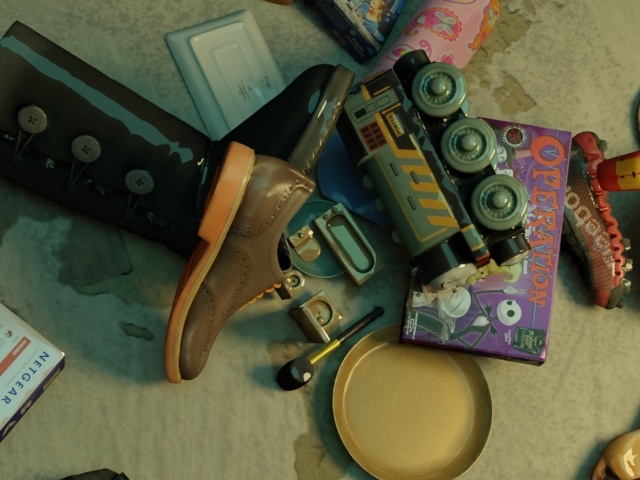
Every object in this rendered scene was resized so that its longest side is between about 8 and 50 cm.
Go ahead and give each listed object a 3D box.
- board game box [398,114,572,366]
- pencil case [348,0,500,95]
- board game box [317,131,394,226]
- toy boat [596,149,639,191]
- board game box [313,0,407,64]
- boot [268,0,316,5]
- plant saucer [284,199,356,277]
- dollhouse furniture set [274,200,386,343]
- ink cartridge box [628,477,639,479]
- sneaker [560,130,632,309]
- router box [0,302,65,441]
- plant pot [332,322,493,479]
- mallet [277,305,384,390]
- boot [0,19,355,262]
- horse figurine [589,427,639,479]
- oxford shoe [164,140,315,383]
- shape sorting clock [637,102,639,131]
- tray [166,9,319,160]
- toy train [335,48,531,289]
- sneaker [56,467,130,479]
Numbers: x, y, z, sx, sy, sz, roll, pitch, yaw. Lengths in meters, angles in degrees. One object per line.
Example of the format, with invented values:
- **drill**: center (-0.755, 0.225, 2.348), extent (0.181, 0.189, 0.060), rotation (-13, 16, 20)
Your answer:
- **board game box**: center (0.239, -0.007, 1.675), extent (0.208, 0.056, 0.347), rotation (10, 75, -3)
- **pencil case**: center (0.161, -0.285, 1.786), extent (0.124, 0.124, 0.284), rotation (37, 69, 1)
- **board game box**: center (0.077, -0.093, 1.749), extent (0.168, 0.033, 0.133), rotation (27, 71, 4)
- **toy boat**: center (0.535, -0.038, 1.705), extent (0.318, 0.148, 0.268), rotation (39, 55, -40)
- **board game box**: center (0.071, -0.412, 1.816), extent (0.194, 0.060, 0.194), rotation (49, 63, -13)
- **boot**: center (-0.044, -0.413, 1.825), extent (0.118, 0.042, 0.087), rotation (11, 64, -10)
- **plant saucer**: center (0.000, 0.000, 1.705), extent (0.119, 0.021, 0.119), rotation (4, 71, -12)
- **dollhouse furniture set**: center (0.016, 0.041, 1.616), extent (0.151, 0.123, 0.144), rotation (-35, 92, -10)
- **ink cartridge box**: center (0.285, 0.482, 1.521), extent (0.395, 0.151, 0.270), rotation (-12, 75, -5)
- **sneaker**: center (0.385, -0.025, 1.762), extent (0.135, 0.097, 0.276), rotation (-10, 80, -6)
- **router box**: center (-0.550, 0.188, 1.486), extent (0.301, 0.082, 0.335), rotation (39, 68, 1)
- **plant pot**: center (0.128, 0.235, 1.652), extent (0.236, 0.032, 0.236), rotation (4, 72, -12)
- **mallet**: center (0.021, 0.146, 1.640), extent (0.189, 0.062, 0.039), rotation (-35, 87, -21)
- **boot**: center (-0.225, -0.170, 1.563), extent (0.445, 0.146, 0.367), rotation (30, 110, -1)
- **horse figurine**: center (0.481, 0.322, 1.685), extent (0.263, 0.066, 0.174), rotation (-26, 81, -20)
- **oxford shoe**: center (-0.112, 0.053, 1.506), extent (0.132, 0.364, 0.130), rotation (18, 33, -8)
- **shape sorting clock**: center (0.613, -0.182, 1.894), extent (0.206, 0.040, 0.206), rotation (4, 72, -12)
- **tray**: center (-0.114, -0.219, 1.747), extent (0.145, 0.030, 0.270), rotation (-21, 78, -19)
- **toy train**: center (0.156, -0.096, 1.611), extent (0.190, 0.142, 0.334), rotation (-27, 80, 5)
- **sneaker**: center (-0.330, 0.373, 1.484), extent (0.217, 0.079, 0.121), rotation (-30, 77, -28)
